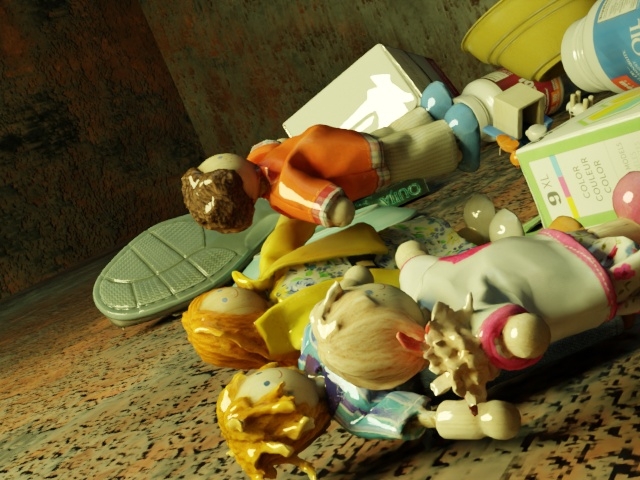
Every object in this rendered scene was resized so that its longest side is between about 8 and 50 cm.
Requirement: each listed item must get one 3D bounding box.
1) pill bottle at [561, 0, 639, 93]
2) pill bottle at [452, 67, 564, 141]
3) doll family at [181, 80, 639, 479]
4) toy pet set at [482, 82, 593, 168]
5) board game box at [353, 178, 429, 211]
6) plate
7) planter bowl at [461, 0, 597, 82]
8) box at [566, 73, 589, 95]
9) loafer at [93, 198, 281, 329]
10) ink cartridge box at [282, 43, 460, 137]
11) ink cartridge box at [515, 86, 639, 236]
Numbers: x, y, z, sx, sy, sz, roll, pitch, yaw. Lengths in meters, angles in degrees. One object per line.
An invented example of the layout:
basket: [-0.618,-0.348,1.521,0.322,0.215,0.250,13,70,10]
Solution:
pill bottle: [0.363,-0.223,1.134,0.124,0.124,0.221,-26,6,-22]
pill bottle: [0.241,-0.181,1.388,0.152,0.086,0.086,-27,8,-28]
doll family: [0.028,0.030,0.425,0.163,0.118,0.263,-19,23,-15]
toy pet set: [0.214,-0.099,1.038,0.122,0.065,0.114,-29,43,-24]
board game box: [0.021,-0.028,1.170,0.186,0.026,0.126,-24,6,-4]
plate: [0.000,0.000,0.985,0.188,0.024,0.188,-23,2,1]
planter bowl: [0.290,-0.259,1.305,0.217,0.090,0.217,-27,-9,-5]
box: [0.393,-0.300,1.562,0.038,0.145,0.186,-20,6,36]
loafer: [-0.098,0.011,1.044,0.268,0.096,0.084,-36,-32,-20]
ink cartridge box: [0.080,-0.166,1.418,0.172,0.100,0.237,-38,-10,20]
ink cartridge box: [0.193,-0.056,0.630,0.109,0.062,0.209,-30,9,-41]
